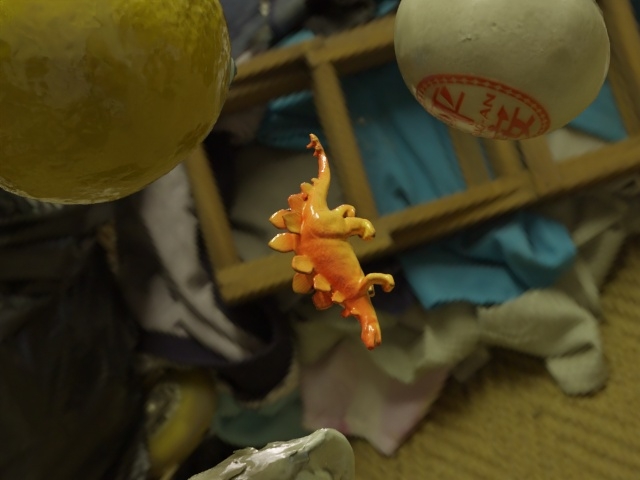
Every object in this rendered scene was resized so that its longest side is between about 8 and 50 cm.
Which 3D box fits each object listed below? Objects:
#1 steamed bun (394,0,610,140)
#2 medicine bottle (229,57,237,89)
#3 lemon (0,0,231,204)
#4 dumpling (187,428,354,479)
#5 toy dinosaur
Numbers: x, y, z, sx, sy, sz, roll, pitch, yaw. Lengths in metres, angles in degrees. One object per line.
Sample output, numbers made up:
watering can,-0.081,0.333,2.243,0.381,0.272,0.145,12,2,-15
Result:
steamed bun,0.183,-0.185,1.477,0.232,0.232,0.145,-2,58,40
medicine bottle,-0.247,-0.315,1.750,0.108,0.426,0.108,-15,55,22
lemon,-0.256,-0.195,1.399,0.348,0.348,0.348,-24,40,22
dumpling,-0.078,0.363,1.607,0.318,0.243,0.187,-25,16,-8
toy dinosaur,0.000,0.000,1.627,0.117,0.070,0.288,-11,67,-24
